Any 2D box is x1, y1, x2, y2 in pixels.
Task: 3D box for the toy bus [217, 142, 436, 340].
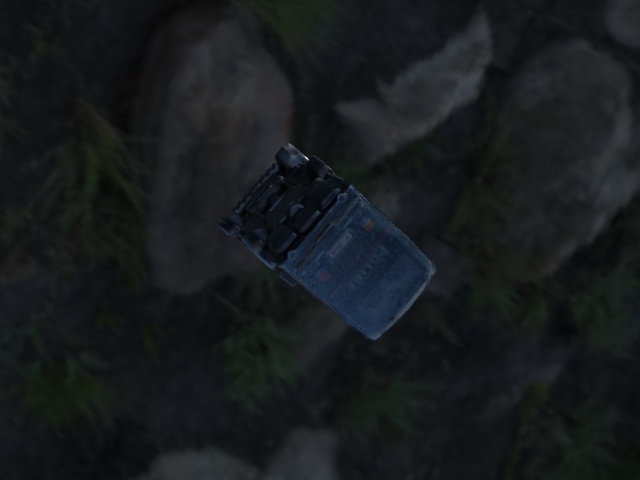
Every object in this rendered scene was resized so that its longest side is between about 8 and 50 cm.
[{"bbox_3d":[0.000,0.000,0.757,0.065,0.166,0.047,41,89,-10],"label":"toy bus"}]
